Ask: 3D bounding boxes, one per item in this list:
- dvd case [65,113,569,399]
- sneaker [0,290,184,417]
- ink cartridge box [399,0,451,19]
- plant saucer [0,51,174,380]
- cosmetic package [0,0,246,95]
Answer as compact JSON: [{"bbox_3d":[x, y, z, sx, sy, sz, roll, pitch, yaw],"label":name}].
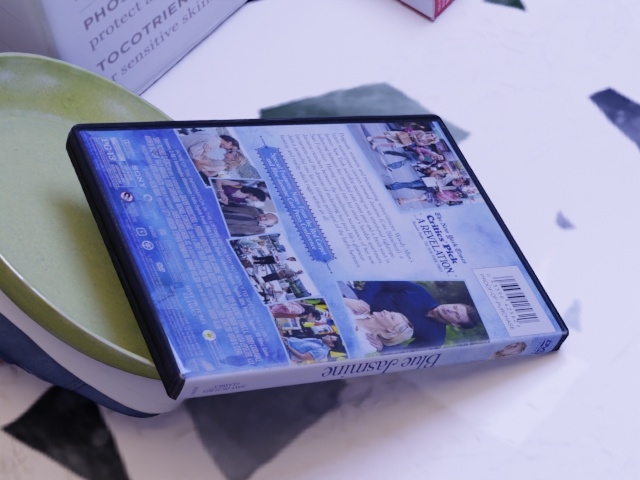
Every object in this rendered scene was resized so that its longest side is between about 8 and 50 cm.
[{"bbox_3d":[0.000,0.000,0.911,0.253,0.022,0.180,-4,50,-31],"label":"dvd case"},{"bbox_3d":[-0.236,0.018,0.950,0.350,0.148,0.131,34,25,5],"label":"sneaker"},{"bbox_3d":[0.081,-0.229,1.099,0.099,0.056,0.135,35,67,24],"label":"ink cartridge box"},{"bbox_3d":[-0.119,-0.007,0.913,0.037,0.241,0.241,-47,54,26],"label":"plant saucer"},{"bbox_3d":[-0.178,-0.356,1.010,0.329,0.394,0.327,37,68,26],"label":"cosmetic package"}]
